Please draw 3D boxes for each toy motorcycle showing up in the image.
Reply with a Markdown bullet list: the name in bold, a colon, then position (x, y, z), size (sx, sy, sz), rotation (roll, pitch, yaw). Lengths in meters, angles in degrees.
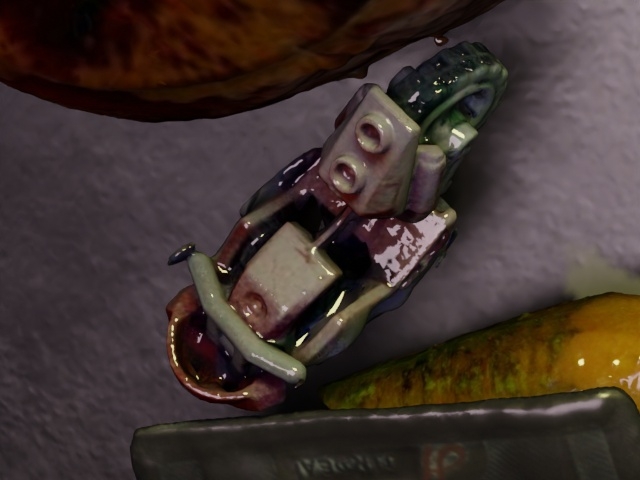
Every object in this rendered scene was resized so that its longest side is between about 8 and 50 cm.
- **toy motorcycle**: position (-0.001, -0.001, 0.783), size (0.082, 0.122, 0.213), rotation (44, 135, 12)

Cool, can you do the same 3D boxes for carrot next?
- **carrot**: position (0.081, 0.077, 0.819), size (0.173, 0.082, 0.082), rotation (-21, 94, 21)

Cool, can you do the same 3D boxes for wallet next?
- **wallet**: position (0.067, 0.208, 0.841), size (0.247, 0.041, 0.323), rotation (-6, 119, 24)

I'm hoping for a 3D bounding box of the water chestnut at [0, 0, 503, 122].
- **water chestnut**: position (-0.040, -0.222, 0.704), size (0.350, 0.302, 0.350), rotation (3, 135, 3)
